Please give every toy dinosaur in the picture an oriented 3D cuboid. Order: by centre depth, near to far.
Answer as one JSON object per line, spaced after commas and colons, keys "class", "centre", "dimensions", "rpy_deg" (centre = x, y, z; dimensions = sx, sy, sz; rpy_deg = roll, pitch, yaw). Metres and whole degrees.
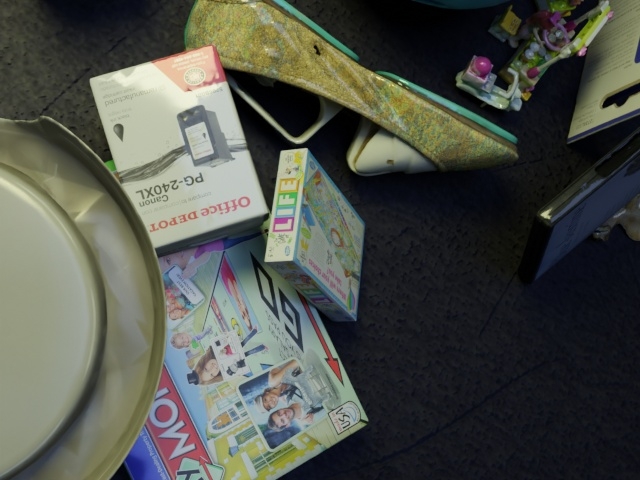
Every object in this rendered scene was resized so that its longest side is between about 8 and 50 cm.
{"class": "toy dinosaur", "centre": [0.381, -0.047, 0.931], "dimensions": [0.183, 0.053, 0.092], "rpy_deg": [-11, 100, -14]}

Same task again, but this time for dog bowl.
{"class": "dog bowl", "centre": [-0.290, 0.062, 0.598], "dimensions": [0.349, 0.102, 0.348], "rpy_deg": [1, 85, -9]}

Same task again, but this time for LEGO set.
{"class": "LEGO set", "centre": [0.252, -0.275, 0.881], "dimensions": [0.132, 0.107, 0.287], "rpy_deg": [21, 75, -16]}

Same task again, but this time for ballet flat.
{"class": "ballet flat", "centre": [0.027, -0.130, 0.782], "dimensions": [0.349, 0.123, 0.123], "rpy_deg": [28, 73, -15]}

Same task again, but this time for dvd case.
{"class": "dvd case", "centre": [0.304, -0.065, 0.802], "dimensions": [0.253, 0.180, 0.022], "rpy_deg": [-38, 70, -6]}

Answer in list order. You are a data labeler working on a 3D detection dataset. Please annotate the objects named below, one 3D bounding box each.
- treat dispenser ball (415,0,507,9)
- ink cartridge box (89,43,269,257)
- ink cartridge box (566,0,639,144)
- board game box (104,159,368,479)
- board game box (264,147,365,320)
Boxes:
{"class": "treat dispenser ball", "centre": [0.138, -0.368, 0.757], "dimensions": [0.288, 0.288, 0.288], "rpy_deg": [3, 80, -20]}
{"class": "ink cartridge box", "centre": [-0.115, -0.072, 0.675], "dimensions": [0.109, 0.063, 0.150], "rpy_deg": [-18, 87, -6]}
{"class": "ink cartridge box", "centre": [0.385, -0.283, 0.895], "dimensions": [0.069, 0.176, 0.371], "rpy_deg": [24, 74, -16]}
{"class": "board game box", "centre": [-0.116, 0.073, 0.722], "dimensions": [0.213, 0.046, 0.317], "rpy_deg": [-26, 91, -23]}
{"class": "board game box", "centre": [0.000, 0.000, 0.722], "dimensions": [0.026, 0.154, 0.103], "rpy_deg": [-3, 65, 22]}
